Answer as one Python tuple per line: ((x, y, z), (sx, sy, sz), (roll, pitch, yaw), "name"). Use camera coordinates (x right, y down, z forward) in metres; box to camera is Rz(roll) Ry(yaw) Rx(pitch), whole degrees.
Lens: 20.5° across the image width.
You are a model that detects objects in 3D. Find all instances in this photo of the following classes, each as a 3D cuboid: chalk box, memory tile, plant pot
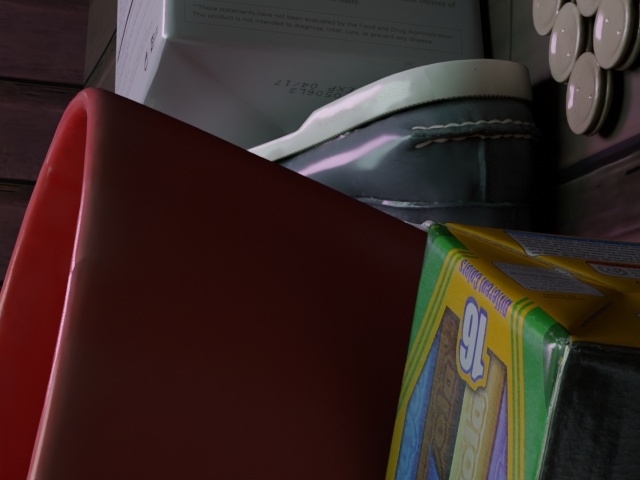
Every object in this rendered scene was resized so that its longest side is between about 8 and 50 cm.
((0.094, 0.116, 0.562), (0.132, 0.132, 0.213), (-127, 46, -69), "chalk box")
((0.121, -0.128, 0.787), (0.148, 0.012, 0.113), (-99, 20, -47), "memory tile")
((-0.015, 0.096, 0.725), (0.275, 0.243, 0.275), (-166, 90, -76), "plant pot")

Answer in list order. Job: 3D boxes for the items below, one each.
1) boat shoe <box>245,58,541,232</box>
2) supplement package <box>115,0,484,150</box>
((0.000, 0.000, 0.932), (0.319, 0.116, 0.099), (-26, 71, 52), "boat shoe")
((-0.021, -0.186, 1.035), (0.175, 0.177, 0.293), (120, 152, -60), "supplement package")
